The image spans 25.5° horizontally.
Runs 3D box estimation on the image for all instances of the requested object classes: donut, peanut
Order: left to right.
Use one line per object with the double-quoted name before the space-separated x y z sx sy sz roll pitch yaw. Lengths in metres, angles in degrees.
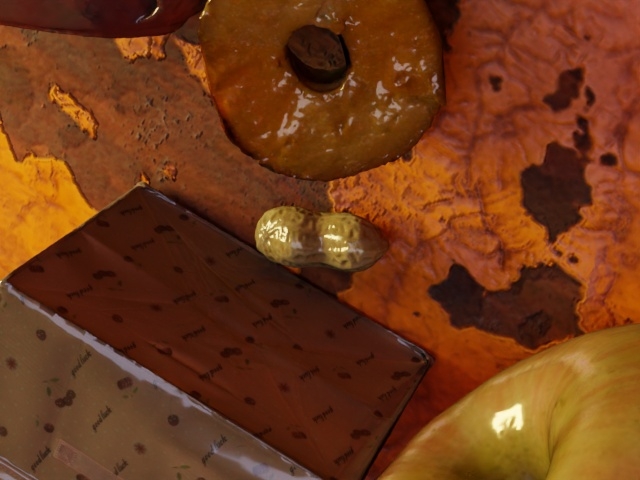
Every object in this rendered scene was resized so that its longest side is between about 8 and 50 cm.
"donut" 0.000 -0.140 1.008 0.174 0.074 0.190 -23 122 20
"peanut" 0.000 0.000 1.103 0.113 0.054 0.053 6 113 24

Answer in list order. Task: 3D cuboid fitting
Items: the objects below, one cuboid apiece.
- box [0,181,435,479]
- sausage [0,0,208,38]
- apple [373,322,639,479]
"box" -0.098 0.131 1.096 0.297 0.225 0.190 32 120 7
"sausage" -0.193 -0.229 1.035 0.280 0.152 0.152 8 113 18
"apple" 0.212 0.250 0.935 0.391 0.391 0.346 -32 110 29
